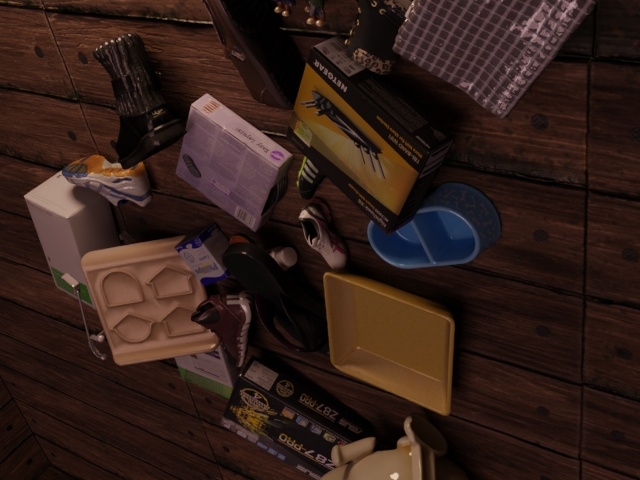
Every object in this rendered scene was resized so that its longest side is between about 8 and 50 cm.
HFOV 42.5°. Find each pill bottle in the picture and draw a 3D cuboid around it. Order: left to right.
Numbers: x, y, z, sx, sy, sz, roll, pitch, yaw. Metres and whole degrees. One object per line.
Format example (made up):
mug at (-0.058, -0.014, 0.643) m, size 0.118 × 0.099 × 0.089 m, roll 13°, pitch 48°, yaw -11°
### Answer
pill bottle at (-0.111, 0.050, 2.032) m, size 0.116 × 0.065 × 0.065 m, roll -18°, pitch 112°, yaw 47°

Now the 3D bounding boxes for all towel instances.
towel at (0.263, -0.343, 1.258) m, size 0.235 × 0.121 × 0.283 m, roll 27°, pitch 138°, yaw -4°

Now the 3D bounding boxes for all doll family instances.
doll family at (-0.047, -0.471, 1.492) m, size 0.193 × 0.076 × 0.111 m, roll 23°, pitch 142°, yaw 28°

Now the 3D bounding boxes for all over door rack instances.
over door rack at (-0.600, 0.175, 2.421) m, size 0.108 × 0.239 × 0.324 m, roll 24°, pitch 139°, yaw 32°

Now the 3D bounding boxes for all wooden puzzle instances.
wooden puzzle at (-0.471, 0.166, 2.320) m, size 0.322 × 0.080 × 0.347 m, roll -10°, pitch 109°, yaw 6°

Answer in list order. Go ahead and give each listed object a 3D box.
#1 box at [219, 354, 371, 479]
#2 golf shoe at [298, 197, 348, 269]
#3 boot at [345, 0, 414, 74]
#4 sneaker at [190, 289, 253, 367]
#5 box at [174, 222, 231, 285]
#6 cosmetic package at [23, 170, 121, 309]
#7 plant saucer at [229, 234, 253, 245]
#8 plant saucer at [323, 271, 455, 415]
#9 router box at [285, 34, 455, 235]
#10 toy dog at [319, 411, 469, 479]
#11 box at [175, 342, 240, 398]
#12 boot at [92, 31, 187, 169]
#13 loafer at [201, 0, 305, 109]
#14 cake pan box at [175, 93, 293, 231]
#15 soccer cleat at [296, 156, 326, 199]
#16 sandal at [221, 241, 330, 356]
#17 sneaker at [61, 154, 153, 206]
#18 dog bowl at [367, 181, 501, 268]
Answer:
box at (-0.082, 0.533, 2.398) m, size 0.395 × 0.097 × 0.318 m, roll 29°, pitch 141°, yaw 4°
golf shoe at (0.000, 0.000, 1.875) m, size 0.068 × 0.086 × 0.186 m, roll -3°, pitch 124°, yaw 41°
boot at (0.071, -0.409, 1.429) m, size 0.236 × 0.085 × 0.178 m, roll 35°, pitch 140°, yaw -2°
sneaker at (-0.278, 0.240, 2.269) m, size 0.163 × 0.106 × 0.281 m, roll 3°, pitch 129°, yaw -11°
box at (-0.294, 0.038, 2.172) m, size 0.126 × 0.072 × 0.137 m, roll -19°, pitch 112°, yaw 49°
cosmetic package at (-0.710, 0.001, 2.430) m, size 0.197 × 0.155 × 0.365 m, roll 23°, pitch 138°, yaw 29°
plant saucer at (-0.197, 0.019, 2.118) m, size 0.084 × 0.013 × 0.083 m, roll 23°, pitch 136°, yaw 23°
plant saucer at (0.175, 0.224, 1.936) m, size 0.333 × 0.081 × 0.332 m, roll 19°, pitch 136°, yaw 26°
router box at (0.082, -0.196, 1.557) m, size 0.309 × 0.081 × 0.243 m, roll 45°, pitch 145°, yaw 19°
toy dog at (0.166, 0.662, 2.182) m, size 0.408 × 0.284 × 0.395 m, roll -25°, pitch 145°, yaw 31°
box at (-0.362, 0.338, 2.522) m, size 0.232 × 0.058 × 0.322 m, roll 16°, pitch 133°, yaw 30°
boot at (-0.440, -0.322, 1.914) m, size 0.260 × 0.131 × 0.348 m, roll 61°, pitch 152°, yaw -8°
loafer at (-0.160, -0.406, 1.597) m, size 0.130 × 0.134 × 0.365 m, roll -4°, pitch 122°, yaw 42°
cake pan box at (-0.203, -0.173, 1.905) m, size 0.267 × 0.070 × 0.245 m, roll 36°, pitch 143°, yaw 10°
soccer cleat at (-0.007, -0.150, 1.765) m, size 0.072 × 0.060 × 0.178 m, roll 27°, pitch 136°, yaw 17°
sandal at (-0.094, 0.182, 2.047) m, size 0.168 × 0.107 × 0.446 m, roll -13°, pitch 131°, yaw 44°
sneaker at (-0.577, -0.149, 2.212) m, size 0.297 × 0.112 × 0.131 m, roll 10°, pitch 131°, yaw 36°
dog bowl at (0.220, -0.021, 1.676) m, size 0.297 × 0.074 × 0.166 m, roll -7°, pitch 120°, yaw 45°
